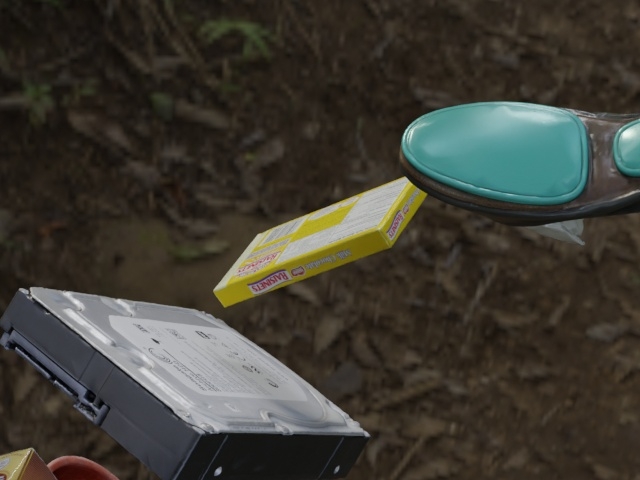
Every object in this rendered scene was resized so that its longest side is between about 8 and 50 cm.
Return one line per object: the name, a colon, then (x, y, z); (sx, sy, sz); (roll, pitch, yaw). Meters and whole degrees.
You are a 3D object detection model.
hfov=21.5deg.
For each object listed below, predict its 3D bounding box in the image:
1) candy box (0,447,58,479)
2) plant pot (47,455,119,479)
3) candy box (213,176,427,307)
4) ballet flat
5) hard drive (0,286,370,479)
candy box: (-0.248, 0.260, 1.279); (0.053, 0.109, 0.186); (-18, 27, 34)
plant pot: (-0.349, 0.428, 1.963); (0.265, 0.272, 0.272); (-28, 45, 19)
candy box: (0.000, 0.000, 1.583); (0.206, 0.027, 0.105); (-20, 23, 36)
ballet flat: (0.196, -0.042, 1.166); (0.280, 0.096, 0.095); (-1, 55, 19)
hard drive: (-0.120, 0.138, 1.592); (0.237, 0.064, 0.339); (35, 11, 27)
